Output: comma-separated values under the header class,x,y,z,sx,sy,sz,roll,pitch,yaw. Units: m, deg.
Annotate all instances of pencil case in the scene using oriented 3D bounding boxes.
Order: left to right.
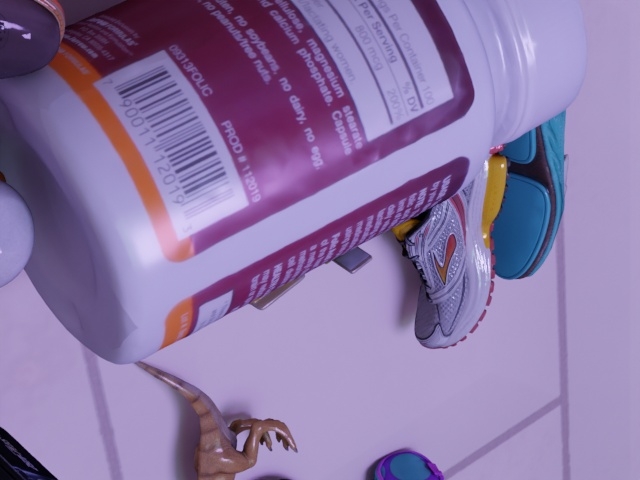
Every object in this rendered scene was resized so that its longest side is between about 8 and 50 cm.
class,x,y,z,sx,sy,sz,roll,pitch,yaw
pencil case,0.078,0.276,1.828,0.070,0.064,0.152,-2,120,-15

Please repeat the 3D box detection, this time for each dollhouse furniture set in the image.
class,x,y,z,sx,sy,sz,roll,pitch,yaw
dollhouse furniture set,0.000,0.000,1.578,0.151,0.058,0.076,-37,135,-20

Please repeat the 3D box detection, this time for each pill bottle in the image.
class,x,y,z,sx,sy,sz,roll,pitch,yaw
pill bottle,-0.023,-0.095,1.353,0.392,0.224,0.224,-27,132,-23

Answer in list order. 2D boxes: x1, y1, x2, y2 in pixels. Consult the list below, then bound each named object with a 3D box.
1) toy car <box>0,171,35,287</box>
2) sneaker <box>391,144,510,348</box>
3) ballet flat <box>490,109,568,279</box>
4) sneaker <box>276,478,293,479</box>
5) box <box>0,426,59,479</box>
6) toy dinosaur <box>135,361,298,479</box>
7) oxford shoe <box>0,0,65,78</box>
class,x,y,z,sx,sy,sz,roll,pitch,yaw
toy car,-0.278,-0.035,1.248,0.182,0.159,0.136,20,67,-48
sneaker,0.096,-0.006,1.663,0.092,0.088,0.225,-7,122,-17
ballet flat,0.184,-0.077,1.690,0.087,0.083,0.247,-41,141,-37
sneaker,0.018,0.340,1.737,0.106,0.162,0.281,-38,136,-19
box,-0.268,0.231,1.408,0.180,0.147,0.077,-54,139,0
toy dinosaur,-0.083,0.173,1.610,0.112,0.064,0.211,-25,130,-29
oxford shoe,-0.268,-0.105,1.132,0.271,0.098,0.097,-4,141,-31
